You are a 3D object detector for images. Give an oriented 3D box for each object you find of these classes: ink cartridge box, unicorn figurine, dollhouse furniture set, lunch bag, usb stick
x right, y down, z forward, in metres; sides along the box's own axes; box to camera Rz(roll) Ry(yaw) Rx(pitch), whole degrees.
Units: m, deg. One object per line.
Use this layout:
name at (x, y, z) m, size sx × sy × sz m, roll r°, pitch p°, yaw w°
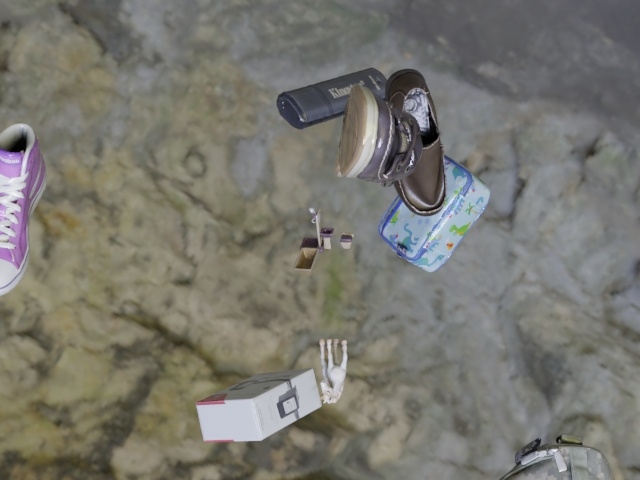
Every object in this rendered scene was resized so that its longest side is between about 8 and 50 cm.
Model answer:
ink cartridge box at (-0.086, 0.235, 1.690) m, size 0.109 × 0.063 × 0.150 m, roll -10°, pitch -174°, yaw 36°
unicorn figurine at (0.021, 0.228, 2.071) m, size 0.060 × 0.111 × 0.162 m, roll 0°, pitch 176°, yaw 8°
dollhouse furniture set at (0.000, 0.000, 1.991) m, size 0.091 × 0.081 × 0.114 m, roll 4°, pitch -145°, yaw 13°
lunch bag at (0.348, 0.463, 1.678) m, size 0.212 × 0.305 × 0.256 m, roll 3°, pitch 141°, yaw -10°
usb stick at (0.029, -0.250, 2.058) m, size 0.077 × 0.045 × 0.278 m, roll 47°, pitch -141°, yaw 16°
lunch bag at (0.221, -0.059, 2.355) m, size 0.090 × 0.219 × 0.176 m, roll 29°, pitch -169°, yaw -35°

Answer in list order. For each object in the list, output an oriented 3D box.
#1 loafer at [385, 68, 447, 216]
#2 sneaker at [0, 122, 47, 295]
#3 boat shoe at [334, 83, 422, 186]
loafer at (0.136, -0.132, 1.687) m, size 0.078 × 0.080 × 0.220 m, roll -109°, pitch 5°, yaw -70°
sneaker at (-0.508, -0.061, 1.878) m, size 0.102 × 0.282 × 0.161 m, roll 7°, pitch 147°, yaw -5°
boat shoe at (0.068, -0.110, 1.310) m, size 0.092 × 0.103 × 0.285 m, roll 8°, pitch 177°, yaw -2°
